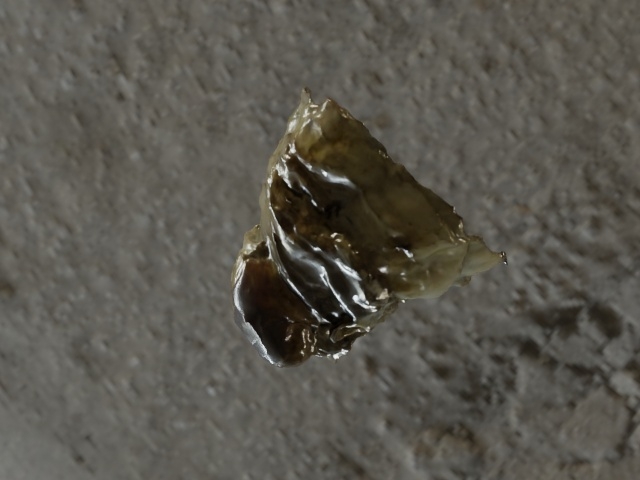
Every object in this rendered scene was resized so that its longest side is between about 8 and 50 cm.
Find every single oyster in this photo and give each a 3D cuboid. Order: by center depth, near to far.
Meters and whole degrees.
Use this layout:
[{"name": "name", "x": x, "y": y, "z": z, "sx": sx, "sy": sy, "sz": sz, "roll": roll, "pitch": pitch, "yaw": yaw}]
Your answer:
[{"name": "oyster", "x": 0.007, "y": 0.013, "z": 0.904, "sx": 0.161, "sy": 0.107, "sz": 0.233, "roll": 46, "pitch": 151, "yaw": 8}]
